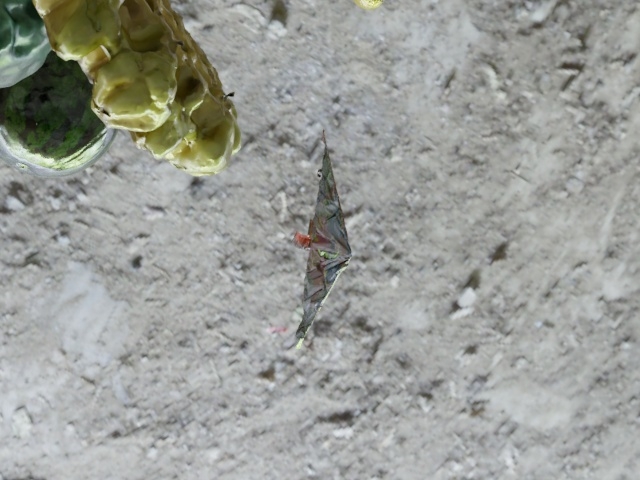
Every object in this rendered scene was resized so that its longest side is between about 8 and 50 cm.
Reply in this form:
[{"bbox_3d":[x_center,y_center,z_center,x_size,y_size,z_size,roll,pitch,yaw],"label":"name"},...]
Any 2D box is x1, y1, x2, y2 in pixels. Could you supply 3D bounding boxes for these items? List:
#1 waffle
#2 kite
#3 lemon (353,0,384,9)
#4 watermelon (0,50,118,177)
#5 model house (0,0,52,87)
[{"bbox_3d":[-0.094,-0.113,0.400,0.046,0.160,0.192,-28,98,6],"label":"waffle"},{"bbox_3d":[0.001,0.000,0.913,0.009,0.189,0.232,9,91,-19],"label":"kite"},{"bbox_3d":[0.081,-0.431,1.550,0.065,0.092,0.065,-18,130,-23],"label":"lemon"},{"bbox_3d":[-0.531,-0.264,1.765,0.285,0.285,0.285,-18,127,-25],"label":"watermelon"},{"bbox_3d":[-0.338,-0.190,0.403,0.252,0.295,0.329,-26,175,8],"label":"model house"}]
